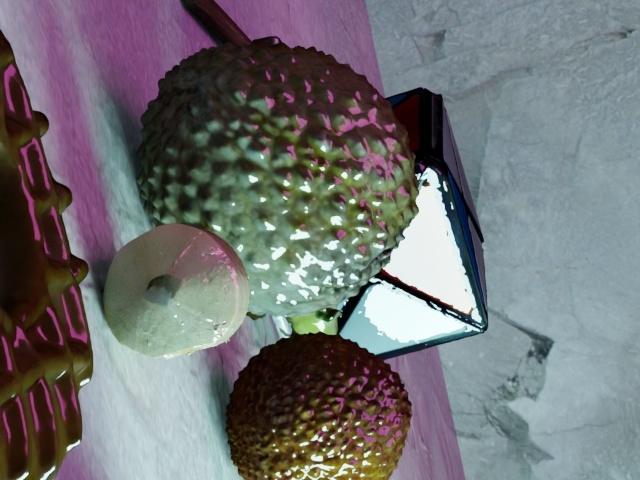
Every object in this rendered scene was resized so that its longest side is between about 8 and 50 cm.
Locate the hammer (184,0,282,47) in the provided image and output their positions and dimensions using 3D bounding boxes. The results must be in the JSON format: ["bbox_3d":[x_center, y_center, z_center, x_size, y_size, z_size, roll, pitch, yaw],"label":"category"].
[{"bbox_3d":[-0.105,-0.243,2.221,0.365,0.043,0.111,39,40,-70],"label":"hammer"}]

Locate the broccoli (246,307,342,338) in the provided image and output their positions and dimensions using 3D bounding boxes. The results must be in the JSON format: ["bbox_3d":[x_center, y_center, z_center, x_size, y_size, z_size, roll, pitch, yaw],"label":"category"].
[{"bbox_3d":[0.006,-0.012,1.962,0.273,0.180,0.242,62,34,-19],"label":"broccoli"}]

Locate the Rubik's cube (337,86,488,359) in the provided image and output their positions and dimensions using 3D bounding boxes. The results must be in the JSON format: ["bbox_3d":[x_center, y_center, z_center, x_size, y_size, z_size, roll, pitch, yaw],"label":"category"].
[{"bbox_3d":[0.062,-0.011,2.223,0.246,0.248,0.250,-81,155,-63],"label":"Rubik's cube"}]

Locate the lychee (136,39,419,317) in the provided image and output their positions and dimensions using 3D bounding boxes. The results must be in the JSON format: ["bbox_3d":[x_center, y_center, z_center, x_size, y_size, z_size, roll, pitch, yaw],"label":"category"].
[{"bbox_3d":[-0.042,-0.059,1.686,0.274,0.255,0.255,53,25,-48],"label":"lychee"}]

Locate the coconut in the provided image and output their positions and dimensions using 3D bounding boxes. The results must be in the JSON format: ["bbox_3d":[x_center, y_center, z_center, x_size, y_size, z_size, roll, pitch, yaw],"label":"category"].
[{"bbox_3d":[-0.119,0.043,1.515,0.122,0.116,0.116,-3,80,-80],"label":"coconut"}]

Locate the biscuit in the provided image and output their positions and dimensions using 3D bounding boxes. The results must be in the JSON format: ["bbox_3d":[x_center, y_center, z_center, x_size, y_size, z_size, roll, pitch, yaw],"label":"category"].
[{"bbox_3d":[-0.224,-0.003,1.039,0.332,0.103,0.332,-14,90,-80],"label":"biscuit"}]

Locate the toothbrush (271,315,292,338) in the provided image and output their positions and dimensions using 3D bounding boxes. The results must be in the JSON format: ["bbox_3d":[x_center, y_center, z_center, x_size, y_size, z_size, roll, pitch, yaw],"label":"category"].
[{"bbox_3d":[-0.039,0.113,2.107,0.035,0.042,0.413,-76,149,-68],"label":"toothbrush"}]

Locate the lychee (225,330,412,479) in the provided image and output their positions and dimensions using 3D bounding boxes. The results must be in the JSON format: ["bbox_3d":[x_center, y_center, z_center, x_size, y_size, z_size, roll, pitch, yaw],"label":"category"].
[{"bbox_3d":[-0.008,0.184,1.797,0.194,0.194,0.194,-13,90,-80],"label":"lychee"}]
